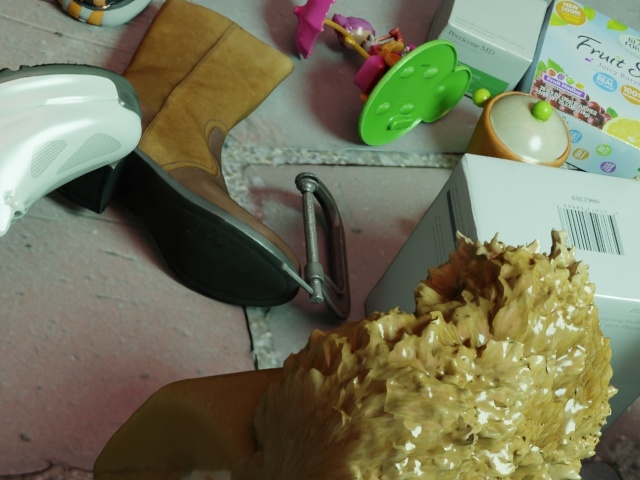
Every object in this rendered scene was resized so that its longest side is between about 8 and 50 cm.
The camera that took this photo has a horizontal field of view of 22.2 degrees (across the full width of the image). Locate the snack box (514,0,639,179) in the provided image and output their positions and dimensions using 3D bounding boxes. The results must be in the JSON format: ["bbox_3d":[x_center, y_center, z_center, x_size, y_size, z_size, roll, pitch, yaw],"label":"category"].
[{"bbox_3d":[0.315,-0.149,1.747,0.207,0.070,0.174,26,50,-6],"label":"snack box"}]

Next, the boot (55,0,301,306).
[{"bbox_3d":[-0.092,-0.087,1.525,0.264,0.096,0.280,27,41,5],"label":"boot"}]

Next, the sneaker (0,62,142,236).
[{"bbox_3d":[-0.308,0.042,1.269,0.447,0.169,0.257,-23,77,-21],"label":"sneaker"}]

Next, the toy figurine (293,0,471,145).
[{"bbox_3d":[0.050,-0.195,1.645,0.159,0.130,0.173,45,28,23],"label":"toy figurine"}]

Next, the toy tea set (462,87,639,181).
[{"bbox_3d":[0.275,-0.027,1.602,0.336,0.124,0.200,19,50,-11],"label":"toy tea set"}]

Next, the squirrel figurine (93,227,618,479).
[{"bbox_3d":[0.087,0.188,1.194,0.370,0.397,0.281,6,43,-37],"label":"squirrel figurine"}]

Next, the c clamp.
[{"bbox_3d":[0.000,0.000,1.470,0.137,0.022,0.160,53,25,-44],"label":"c clamp"}]

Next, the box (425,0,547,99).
[{"bbox_3d":[0.170,-0.214,1.716,0.101,0.087,0.102,24,49,-7],"label":"box"}]

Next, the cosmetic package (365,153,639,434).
[{"bbox_3d":[0.188,0.058,1.433,0.224,0.224,0.138,7,53,-20],"label":"cosmetic package"}]

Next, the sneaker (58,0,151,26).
[{"bbox_3d":[-0.141,-0.357,1.616,0.124,0.180,0.321,30,49,-2],"label":"sneaker"}]
